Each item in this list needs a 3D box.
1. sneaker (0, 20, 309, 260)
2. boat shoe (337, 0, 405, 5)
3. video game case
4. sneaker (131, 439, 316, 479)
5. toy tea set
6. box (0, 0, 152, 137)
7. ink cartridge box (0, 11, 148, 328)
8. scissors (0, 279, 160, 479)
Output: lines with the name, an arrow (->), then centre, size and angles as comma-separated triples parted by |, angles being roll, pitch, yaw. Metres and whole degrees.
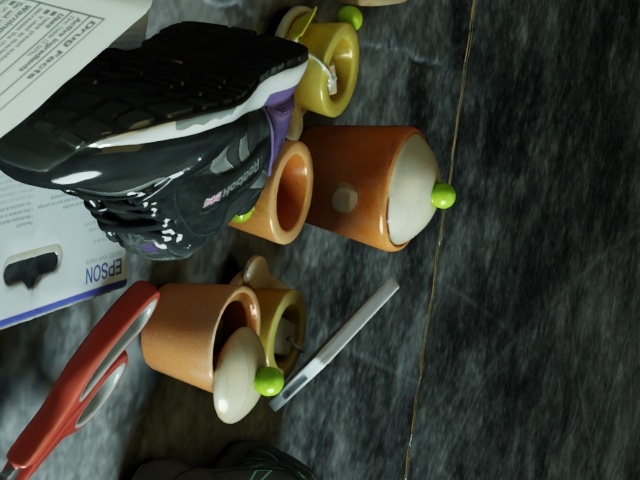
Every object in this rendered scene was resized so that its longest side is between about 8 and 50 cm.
sneaker -> -0.085, -0.038, 1.018 | 0.283, 0.107, 0.124 | -26, 130, -64
boat shoe -> 0.066, -0.225, 1.464 | 0.207, 0.073, 0.073 | -24, 123, -65
video game case -> 0.008, 0.076, 1.357 | 0.087, 0.011, 0.122 | -45, 179, -27
sneaker -> -0.046, 0.204, 1.341 | 0.267, 0.106, 0.101 | 3, 96, -69
toy tea set -> 0.000, 0.000, 1.332 | 0.200, 0.124, 0.336 | 71, 36, -51
box -> -0.199, -0.110, 0.671 | 0.232, 0.148, 0.127 | 7, 51, -60
ink cartridge box -> -0.164, -0.069, 1.004 | 0.223, 0.045, 0.224 | -18, 117, -66
scissors -> -0.177, 0.129, 1.056 | 0.297, 0.021, 0.109 | -50, 173, -46
